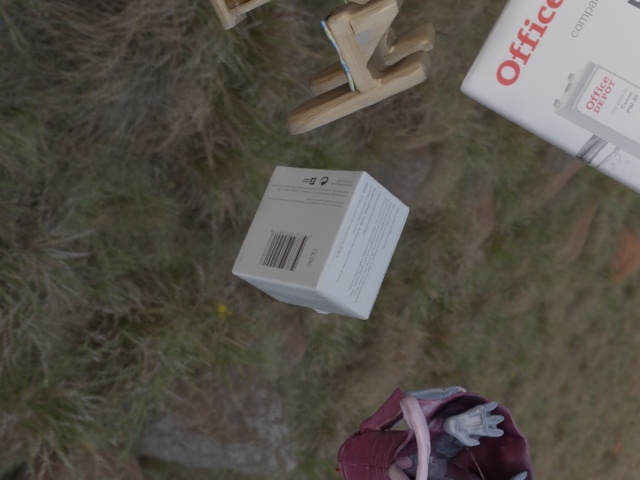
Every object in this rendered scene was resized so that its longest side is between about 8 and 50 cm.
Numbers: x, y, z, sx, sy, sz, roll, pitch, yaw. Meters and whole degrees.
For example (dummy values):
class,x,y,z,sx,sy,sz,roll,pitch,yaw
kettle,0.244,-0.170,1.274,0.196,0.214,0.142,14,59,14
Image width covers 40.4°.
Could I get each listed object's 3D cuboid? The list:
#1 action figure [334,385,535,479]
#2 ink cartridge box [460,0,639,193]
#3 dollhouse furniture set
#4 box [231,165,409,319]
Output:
class,x,y,z,sx,sy,sz,roll,pitch,yaw
action figure,0.119,0.329,1.205,0.276,0.370,0.248,5,78,-37
ink cartridge box,0.277,-0.138,0.665,0.207,0.283,0.117,-62,175,18
dollhouse furniture set,-0.065,-0.324,0.901,0.362,0.257,0.394,63,19,-18
box,0.000,0.000,1.241,0.119,0.181,0.181,35,71,-43
